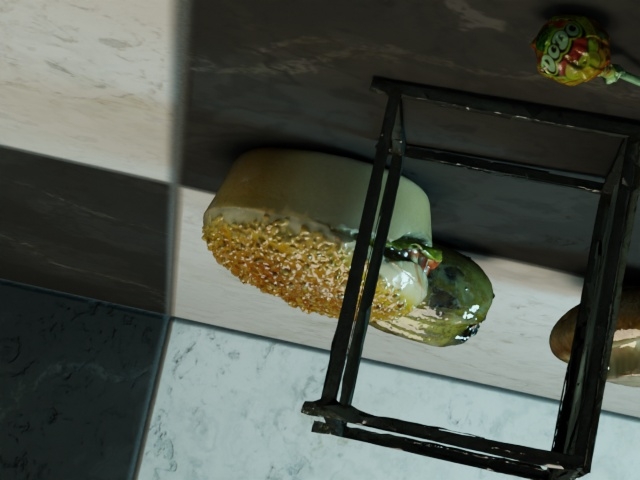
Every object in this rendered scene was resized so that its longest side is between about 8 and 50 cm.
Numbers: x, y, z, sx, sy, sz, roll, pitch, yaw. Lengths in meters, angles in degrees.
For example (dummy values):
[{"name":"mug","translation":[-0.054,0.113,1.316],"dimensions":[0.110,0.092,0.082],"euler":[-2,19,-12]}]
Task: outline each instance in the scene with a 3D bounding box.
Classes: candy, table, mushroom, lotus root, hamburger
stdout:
[{"name":"candy","translation":[0.248,-0.140,1.118],"dimensions":[0.060,0.060,0.201],"euler":[-1,170,45]},{"name":"table","translation":[0.152,0.048,1.356],"dimensions":[0.272,0.335,0.222],"euler":[11,168,6]},{"name":"mushroom","translation":[0.467,0.138,1.922],"dimensions":[0.278,0.146,0.278],"euler":[4,160,1]},{"name":"lotus root","translation":[0.114,0.061,1.911],"dimensions":[0.278,0.154,0.154],"euler":[14,168,-13]},{"name":"hamburger","translation":[0.000,0.000,1.661],"dimensions":[0.302,0.170,0.302],"euler":[12,167,3]}]
